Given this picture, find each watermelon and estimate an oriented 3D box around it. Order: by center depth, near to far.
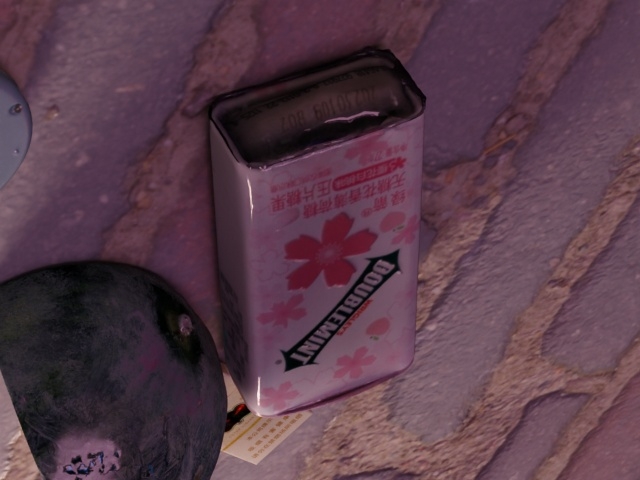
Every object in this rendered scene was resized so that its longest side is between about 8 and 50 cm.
[{"bbox_3d":[-0.167,0.154,1.815,0.175,0.188,0.322,-43,140,12],"label":"watermelon"}]

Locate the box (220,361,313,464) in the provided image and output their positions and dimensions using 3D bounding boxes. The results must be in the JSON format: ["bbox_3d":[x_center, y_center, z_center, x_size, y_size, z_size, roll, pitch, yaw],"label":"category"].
[{"bbox_3d":[-0.091,0.180,2.028,0.090,0.024,0.167,-43,140,16],"label":"box"}]

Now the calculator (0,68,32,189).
[{"bbox_3d":[-0.375,-0.046,1.576,0.303,0.042,0.188,-32,143,-5],"label":"calculator"}]

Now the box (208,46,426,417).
[{"bbox_3d":[0.000,0.000,1.827,0.190,0.112,0.369,-20,141,-16],"label":"box"}]
